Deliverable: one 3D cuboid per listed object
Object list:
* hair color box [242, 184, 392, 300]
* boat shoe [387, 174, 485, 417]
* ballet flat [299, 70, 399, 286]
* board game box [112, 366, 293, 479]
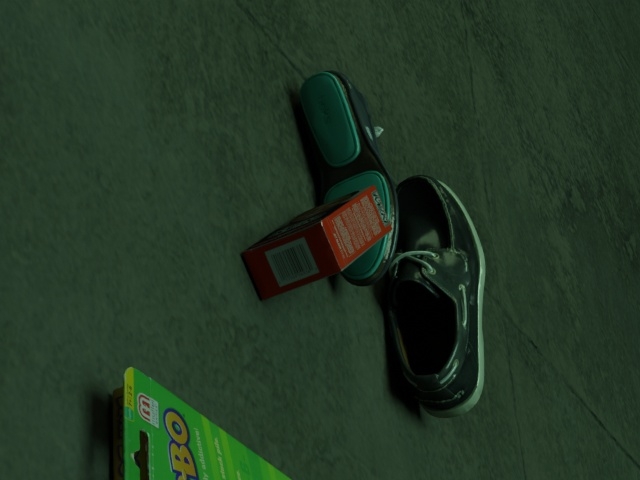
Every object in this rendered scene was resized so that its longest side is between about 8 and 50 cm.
[{"bbox_3d":[0.000,0.000,1.293,0.043,0.072,0.141,67,21,-5],"label":"hair color box"},{"bbox_3d":[0.097,0.036,1.470,0.079,0.084,0.233,41,38,-51],"label":"boat shoe"},{"bbox_3d":[0.033,-0.050,1.422,0.074,0.074,0.203,29,43,-58],"label":"ballet flat"},{"bbox_3d":[-0.057,0.185,1.044,0.259,0.039,0.124,47,30,-48],"label":"board game box"}]
